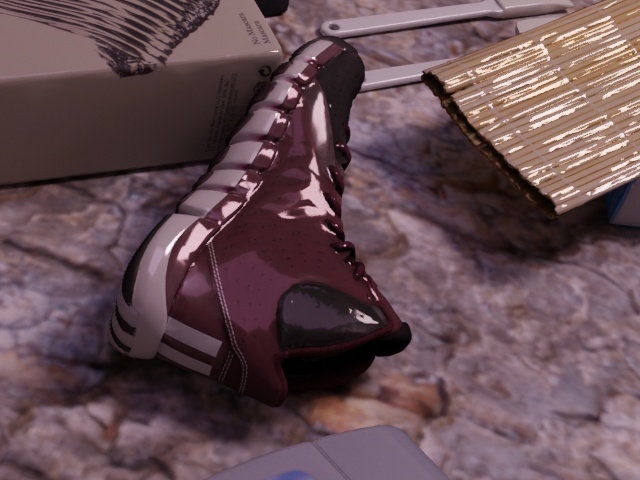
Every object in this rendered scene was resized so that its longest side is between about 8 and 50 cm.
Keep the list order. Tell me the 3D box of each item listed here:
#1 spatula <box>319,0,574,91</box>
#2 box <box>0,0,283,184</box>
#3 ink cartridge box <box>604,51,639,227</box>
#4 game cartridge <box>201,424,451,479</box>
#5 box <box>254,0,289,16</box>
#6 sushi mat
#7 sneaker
[{"bbox_3d":[0.100,-0.177,1.339,0.242,0.019,0.168,-11,50,-27],"label":"spatula"},{"bbox_3d":[-0.173,-0.109,1.129,0.275,0.094,0.113,-9,48,-26],"label":"box"},{"bbox_3d":[0.259,-0.092,1.252,0.104,0.061,0.181,7,49,-9],"label":"ink cartridge box"},{"bbox_3d":[-0.020,0.209,0.872,0.297,0.062,0.198,-25,60,-35],"label":"game cartridge"},{"bbox_3d":[-0.169,-0.240,1.267,0.261,0.103,0.184,-14,53,-29],"label":"box"},{"bbox_3d":[0.234,-0.121,1.217,0.317,0.019,0.151,-24,59,-28],"label":"sushi mat"},{"bbox_3d":[0.000,0.000,1.075,0.162,0.106,0.281,29,54,7],"label":"sneaker"}]
